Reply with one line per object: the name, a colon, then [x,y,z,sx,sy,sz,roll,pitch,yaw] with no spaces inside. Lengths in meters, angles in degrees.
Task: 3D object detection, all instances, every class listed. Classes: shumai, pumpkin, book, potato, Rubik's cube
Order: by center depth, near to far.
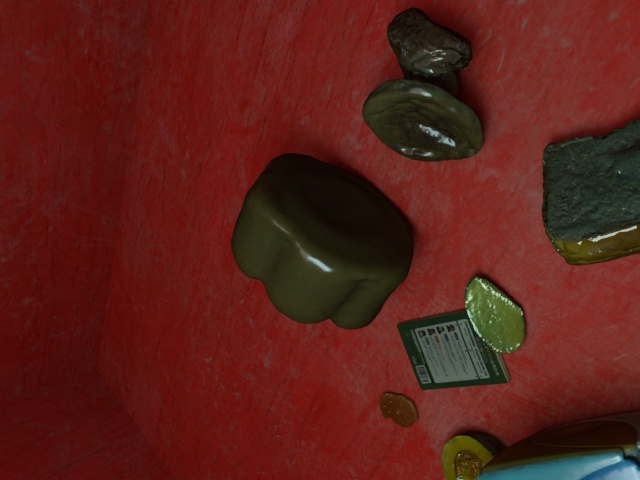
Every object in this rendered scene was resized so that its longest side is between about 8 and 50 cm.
Rubik's cube: [0.563,0.545,0.920,0.352,0.347,0.352,-37,64,39]
shumai: [0.222,-0.398,1.086,0.218,0.183,0.186,47,126,28]
potato: [0.417,0.176,1.166,0.119,0.054,0.198,-39,82,14]
pumpkin: [0.429,0.600,1.261,0.217,0.110,0.218,26,124,46]
book: [0.346,0.295,1.285,0.264,0.027,0.202,-23,86,43]

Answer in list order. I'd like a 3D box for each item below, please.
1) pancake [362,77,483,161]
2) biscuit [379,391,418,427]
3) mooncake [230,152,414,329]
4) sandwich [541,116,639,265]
pancake: [0.223,-0.266,1.107,0.294,0.294,0.050,16,73,36]
biscuit: [0.235,0.507,1.445,0.130,0.019,0.102,7,106,40]
mooncake: [0.000,0.000,1.225,0.467,0.467,0.262,48,124,20]
sandwich: [0.554,-0.100,0.860,0.301,0.271,0.099,-18,136,43]
